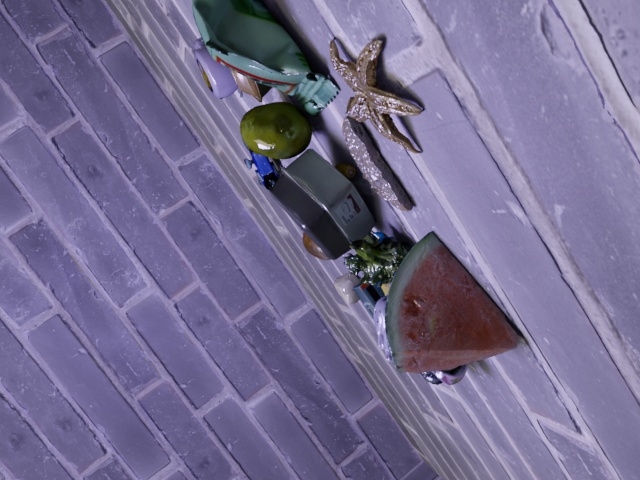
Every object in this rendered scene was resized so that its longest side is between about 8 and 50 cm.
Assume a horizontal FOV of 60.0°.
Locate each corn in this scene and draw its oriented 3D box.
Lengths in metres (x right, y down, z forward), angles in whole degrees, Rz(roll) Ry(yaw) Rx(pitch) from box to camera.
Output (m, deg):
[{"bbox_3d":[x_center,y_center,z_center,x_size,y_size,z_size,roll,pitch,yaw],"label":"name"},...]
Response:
[{"bbox_3d":[0.062,-0.179,1.423,0.037,0.037,0.092,59,168,-24],"label":"corn"}]

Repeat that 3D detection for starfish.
[{"bbox_3d":[0.098,-0.273,1.013,0.277,0.062,0.236,57,163,5],"label":"starfish"}]

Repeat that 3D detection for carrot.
[{"bbox_3d":[0.000,0.000,1.953,0.138,0.139,0.302,55,168,-6],"label":"carrot"}]

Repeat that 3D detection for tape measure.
[{"bbox_3d":[-0.325,-0.545,1.769,0.178,0.105,0.196,60,168,10],"label":"tape measure"}]

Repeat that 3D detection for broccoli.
[{"bbox_3d":[0.138,0.039,1.409,0.167,0.154,0.160,31,172,47],"label":"broccoli"}]

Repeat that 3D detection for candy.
[{"bbox_3d":[-0.131,-0.436,1.254,0.398,0.172,0.263,36,-177,-13],"label":"candy"}]

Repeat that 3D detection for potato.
[{"bbox_3d":[-0.119,-0.292,1.456,0.253,0.186,0.148,26,106,57],"label":"potato"}]

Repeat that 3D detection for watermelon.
[{"bbox_3d":[0.259,0.151,1.234,0.250,0.283,0.293,44,147,-24],"label":"watermelon"}]

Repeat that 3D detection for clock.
[{"bbox_3d":[0.192,0.216,1.438,0.117,0.080,0.176,103,162,-59],"label":"clock"}]

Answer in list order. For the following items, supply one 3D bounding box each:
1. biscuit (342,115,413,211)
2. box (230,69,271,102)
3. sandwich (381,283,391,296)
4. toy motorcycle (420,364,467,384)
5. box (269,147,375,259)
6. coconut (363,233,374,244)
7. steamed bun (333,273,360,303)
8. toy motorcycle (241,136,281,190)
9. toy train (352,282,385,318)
[{"bbox_3d":[0.115,-0.168,1.256,0.250,0.032,0.133,55,170,-9],"label":"biscuit"},{"bbox_3d":[-0.186,-0.451,1.460,0.111,0.111,0.177,46,166,37],"label":"box"},{"bbox_3d":[0.248,0.181,1.674,0.193,0.058,0.162,56,170,-19],"label":"sandwich"},{"bbox_3d":[0.306,0.263,1.508,0.188,0.143,0.326,14,124,60],"label":"toy motorcycle"},{"bbox_3d":[0.009,-0.087,1.458,0.220,0.166,0.290,46,178,30],"label":"box"},{"bbox_3d":[0.118,-0.006,1.648,0.158,0.055,0.133,39,159,48],"label":"coconut"},{"bbox_3d":[0.114,0.181,2.106,0.112,0.091,0.130,61,171,-8],"label":"steamed bun"},{"bbox_3d":[-0.214,-0.284,2.050,0.315,0.113,0.169,64,177,-2],"label":"toy motorcycle"},{"bbox_3d":[0.261,0.306,1.906,0.409,0.089,0.086,55,163,-1],"label":"toy train"}]
